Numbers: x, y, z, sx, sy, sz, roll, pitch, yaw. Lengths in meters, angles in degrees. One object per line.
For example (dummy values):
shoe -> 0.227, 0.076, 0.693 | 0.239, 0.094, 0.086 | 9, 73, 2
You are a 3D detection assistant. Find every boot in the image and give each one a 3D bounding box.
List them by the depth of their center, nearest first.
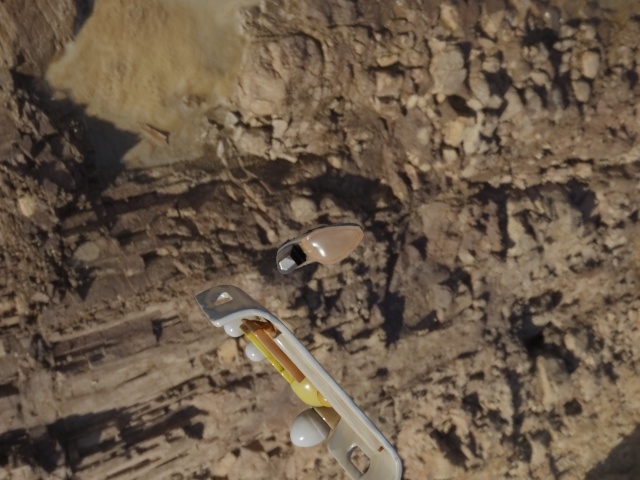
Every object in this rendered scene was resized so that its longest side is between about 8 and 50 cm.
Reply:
boot -> 0.000, 0.000, 0.703 | 0.118, 0.087, 0.042 | -23, 102, 18

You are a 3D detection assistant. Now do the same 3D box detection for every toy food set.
toy food set -> -0.041, 0.189, 0.799 | 0.092, 0.220, 0.306 | -43, 102, -10
